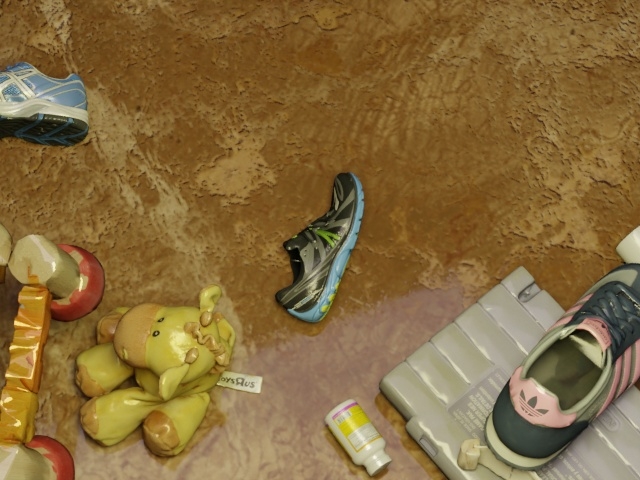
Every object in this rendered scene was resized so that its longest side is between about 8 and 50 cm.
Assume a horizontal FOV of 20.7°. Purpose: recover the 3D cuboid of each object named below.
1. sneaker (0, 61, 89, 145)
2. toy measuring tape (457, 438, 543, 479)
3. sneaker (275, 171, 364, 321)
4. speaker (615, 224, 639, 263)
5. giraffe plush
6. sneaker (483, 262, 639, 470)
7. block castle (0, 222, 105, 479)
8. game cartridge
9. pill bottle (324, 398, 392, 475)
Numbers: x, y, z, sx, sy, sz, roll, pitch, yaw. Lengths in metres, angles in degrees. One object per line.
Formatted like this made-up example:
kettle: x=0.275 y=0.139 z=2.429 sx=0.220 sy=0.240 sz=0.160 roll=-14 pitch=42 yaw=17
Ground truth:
sneaker: x=-0.377 y=-0.167 z=2.072 sx=0.211 sy=0.080 sz=0.081 roll=9 pitch=62 yaw=-10
toy measuring tape: x=0.265 y=0.333 z=1.832 sx=0.330 sy=0.121 sz=0.121 roll=30 pitch=70 yaw=17
sneaker: x=0.000 y=0.000 z=2.026 sx=0.078 sy=0.067 sz=0.188 roll=22 pitch=72 yaw=-1
speaker: x=0.407 y=0.044 z=2.038 sx=0.055 sy=0.055 sz=0.136 roll=-35 pitch=74 yaw=-15
giraffe plush: x=-0.167 y=0.129 z=1.910 sx=0.210 sy=0.170 sz=0.181 roll=-6 pitch=69 yaw=-5
sneaker: x=0.302 y=0.114 z=1.894 sx=0.112 sy=0.131 sz=0.319 roll=35 pitch=55 yaw=12
block castle: x=-0.477 y=0.115 z=1.882 sx=0.453 sy=0.213 sz=0.303 roll=7 pitch=80 yaw=7
game cartridge: x=0.258 y=0.228 z=1.957 sx=0.230 sy=0.068 sz=0.355 roll=-38 pitch=75 yaw=-12
pill bottle: x=0.044 y=0.221 z=1.954 sx=0.043 sy=0.043 sz=0.083 roll=-32 pitch=74 yaw=-14
